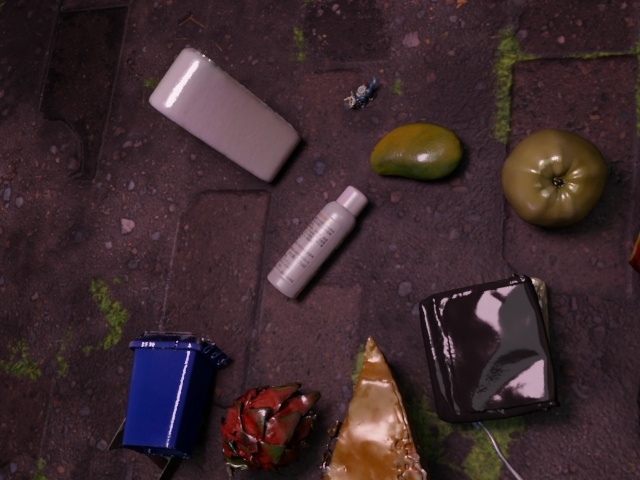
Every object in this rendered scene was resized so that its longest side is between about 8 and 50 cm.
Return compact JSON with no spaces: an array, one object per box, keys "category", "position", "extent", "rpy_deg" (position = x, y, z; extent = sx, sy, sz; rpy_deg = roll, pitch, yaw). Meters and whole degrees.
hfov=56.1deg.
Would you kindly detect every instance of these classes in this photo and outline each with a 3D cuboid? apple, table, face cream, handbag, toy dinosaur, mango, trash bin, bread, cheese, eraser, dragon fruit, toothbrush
[{"category":"apple","position":[0.428,-0.112,1.108],"extent":[0.200,0.200,0.200],"rpy_deg":[-4,76,17]},{"category":"table","position":[-0.355,0.422,1.303],"extent":[0.146,0.062,0.175],"rpy_deg":[31,91,22]},{"category":"face cream","position":[0.000,0.000,1.273],"extent":[0.082,0.082,0.269],"rpy_deg":[41,92,22]},{"category":"handbag","position":[0.307,0.202,1.108],"extent":[0.223,0.080,0.247],"rpy_deg":[-16,73,26]},{"category":"toy dinosaur","position":[0.094,-0.326,1.337],"extent":[0.083,0.047,0.031],"rpy_deg":[-38,67,8]},{"category":"mango","position":[0.200,-0.188,1.249],"extent":[0.191,0.085,0.122],"rpy_deg":[11,84,19]},{"category":"trash bin","position":[-0.301,0.314,1.230],"extent":[0.183,0.162,0.235],"rpy_deg":[-1,62,12]},{"category":"bread","position":[0.058,0.384,1.079],"extent":[0.279,0.248,0.315],"rpy_deg":[-28,66,8]},{"category":"cheese","position":[0.394,0.166,1.123],"extent":[0.064,0.043,0.194],"rpy_deg":[-2,77,18]},{"category":"eraser","position":[-0.235,-0.287,1.299],"extent":[0.331,0.331,0.150],"rpy_deg":[37,91,22]},{"category":"dragon fruit","position":[-0.101,0.366,1.174],"extent":[0.188,0.182,0.182],"rpy_deg":[6,76,-20]},{"category":"toothbrush","position":[0.336,0.395,1.105],"extent":[0.017,0.014,0.162],"rpy_deg":[-36,68,-8]}]

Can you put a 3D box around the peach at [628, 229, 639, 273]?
[{"category":"peach","position":[0.642,-0.054,1.001],"extent":[0.245,0.249,0.275],"rpy_deg":[21,63,-4]}]
